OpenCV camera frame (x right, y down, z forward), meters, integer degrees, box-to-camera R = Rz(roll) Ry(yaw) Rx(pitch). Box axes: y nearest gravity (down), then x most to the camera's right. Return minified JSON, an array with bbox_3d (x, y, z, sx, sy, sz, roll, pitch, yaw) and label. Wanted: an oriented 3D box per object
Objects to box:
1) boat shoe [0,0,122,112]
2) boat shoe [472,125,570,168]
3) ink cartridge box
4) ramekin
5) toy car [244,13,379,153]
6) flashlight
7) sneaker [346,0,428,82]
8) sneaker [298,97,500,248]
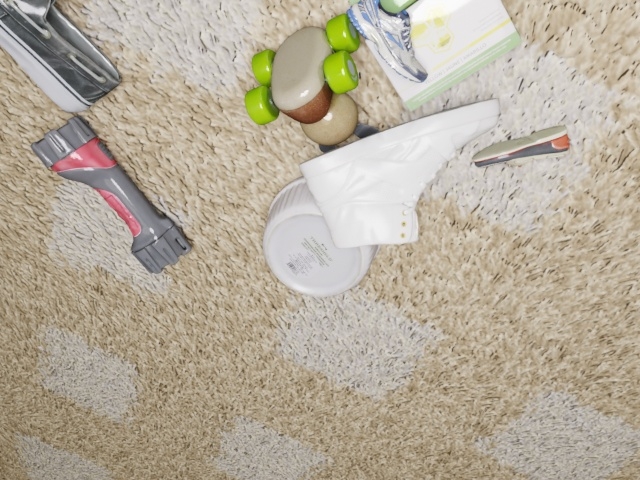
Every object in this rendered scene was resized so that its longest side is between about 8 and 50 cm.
[{"bbox_3d":[-0.425,-0.341,0.715,0.119,0.121,0.335,-27,141,7],"label":"boat shoe"},{"bbox_3d":[0.298,-0.129,0.741,0.137,0.049,0.043,-16,118,16],"label":"boat shoe"},{"bbox_3d":[0.131,-0.318,0.660,0.171,0.056,0.235,-28,113,27],"label":"ink cartridge box"},{"bbox_3d":[0.000,0.000,0.850,0.207,0.109,0.207,6,122,9],"label":"ramekin"},{"bbox_3d":[0.009,-0.202,0.738,0.155,0.148,0.188,-14,145,27],"label":"toy car"},{"bbox_3d":[-0.374,-0.071,0.900,0.103,0.103,0.304,-6,124,47],"label":"flashlight"},{"bbox_3d":[0.097,-0.262,0.640,0.135,0.052,0.058,43,117,-13],"label":"sneaker"},{"bbox_3d":[0.134,-0.086,0.724,0.293,0.108,0.169,-20,99,6],"label":"sneaker"}]
